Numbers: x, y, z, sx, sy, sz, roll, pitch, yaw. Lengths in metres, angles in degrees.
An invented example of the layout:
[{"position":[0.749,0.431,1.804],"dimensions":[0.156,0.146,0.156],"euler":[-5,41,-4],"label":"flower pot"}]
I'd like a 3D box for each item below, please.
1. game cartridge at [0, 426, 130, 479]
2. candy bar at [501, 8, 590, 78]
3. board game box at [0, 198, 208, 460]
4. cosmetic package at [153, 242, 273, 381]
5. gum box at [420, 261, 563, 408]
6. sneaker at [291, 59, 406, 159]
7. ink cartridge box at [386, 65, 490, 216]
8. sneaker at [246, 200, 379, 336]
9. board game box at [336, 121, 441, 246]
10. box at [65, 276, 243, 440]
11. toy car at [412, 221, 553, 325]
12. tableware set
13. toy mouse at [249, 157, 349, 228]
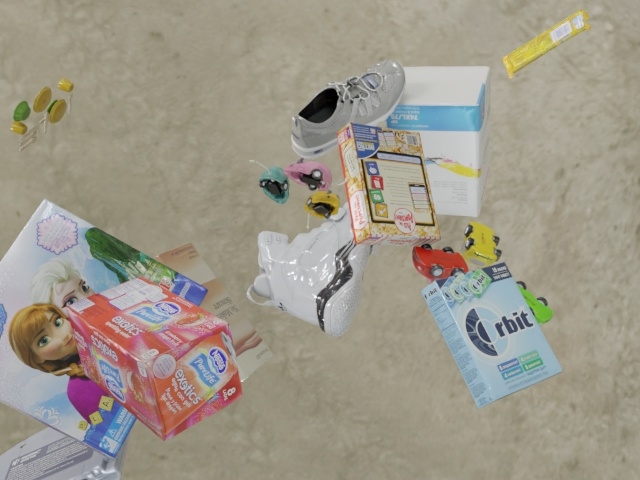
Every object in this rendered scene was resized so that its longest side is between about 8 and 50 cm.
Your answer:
[{"position":[-0.485,0.413,1.451],"dimensions":[0.294,0.196,0.060],"euler":[-24,121,9],"label":"game cartridge"},{"position":[0.359,-0.315,1.252],"dimensions":[0.161,0.018,0.040],"euler":[-28,68,42],"label":"candy bar"},{"position":[-0.398,0.143,1.284],"dimensions":[0.318,0.319,0.066],"euler":[29,156,-7],"label":"board game box"},{"position":[-0.248,0.166,1.572],"dimensions":[0.129,0.153,0.296],"euler":[-37,89,19],"label":"cosmetic package"},{"position":[0.249,0.132,1.133],"dimensions":[0.041,0.157,0.184],"euler":[-44,65,48],"label":"gum box"},{"position":[0.060,-0.274,1.546],"dimensions":[0.281,0.115,0.105],"euler":[-41,62,-14],"label":"sneaker"},{"position":[0.265,-0.218,1.717],"dimensions":[0.197,0.198,0.270],"euler":[4,125,17],"label":"ink cartridge box"},{"position":[0.000,0.000,1.512],"dimensions":[0.210,0.366,0.137],"euler":[14,147,11],"label":"sneaker"},{"position":[0.111,-0.088,1.266],"dimensions":[0.045,0.146,0.194],"euler":[-32,61,52],"label":"board game box"},{"position":[-0.235,0.153,1.085],"dimensions":[0.256,0.128,0.123],"euler":[18,124,48],"label":"box"},{"position":[0.278,0.071,1.290],"dimensions":[0.225,0.239,0.053],"euler":[42,126,22],"label":"toy car"},{"position":[-0.473,-0.227,1.329],"dimensions":[0.024,0.154,0.104],"euler":[28,135,4],"label":"tableware set"},{"position":[-0.031,-0.080,1.030],"dimensions":[0.143,0.031,0.161],"euler":[30,153,-21],"label":"toy mouse"}]
